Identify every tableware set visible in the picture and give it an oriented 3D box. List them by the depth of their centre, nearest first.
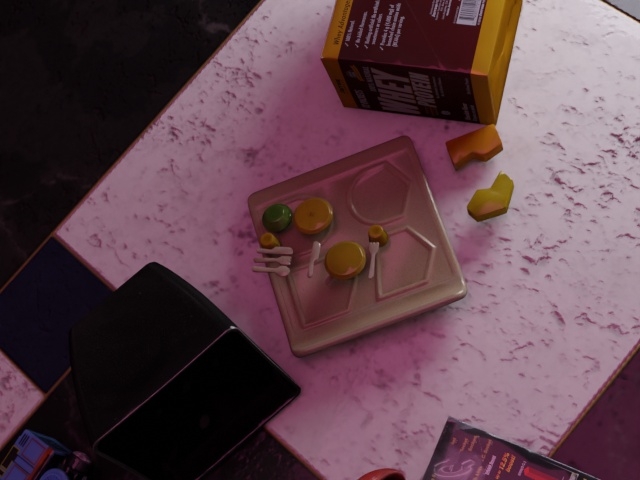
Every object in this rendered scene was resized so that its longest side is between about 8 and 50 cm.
[{"bbox_3d":[0.000,0.000,1.183,0.154,0.024,0.104,2,64,18],"label":"tableware set"}]

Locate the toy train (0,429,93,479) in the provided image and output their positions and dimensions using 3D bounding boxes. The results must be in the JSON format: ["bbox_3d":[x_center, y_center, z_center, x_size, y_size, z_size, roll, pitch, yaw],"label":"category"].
[{"bbox_3d":[-0.333,0.310,1.169,0.105,0.080,0.184,27,82,30],"label":"toy train"}]

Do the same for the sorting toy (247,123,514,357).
[{"bbox_3d":[0.084,-0.011,1.200,0.307,0.041,0.229,-21,63,6],"label":"sorting toy"}]

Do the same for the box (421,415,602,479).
[{"bbox_3d":[0.181,0.363,1.019,0.242,0.076,0.307,20,77,20],"label":"box"}]

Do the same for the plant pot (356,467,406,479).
[{"bbox_3d":[0.087,0.313,0.920,0.174,0.191,0.191,18,76,28],"label":"plant pot"}]

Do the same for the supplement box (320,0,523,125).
[{"bbox_3d":[0.126,-0.258,1.223,0.194,0.129,0.191,10,74,17],"label":"supplement box"}]

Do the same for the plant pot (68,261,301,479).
[{"bbox_3d":[-0.167,0.139,1.138,0.188,0.187,0.167,-41,54,-3],"label":"plant pot"}]
